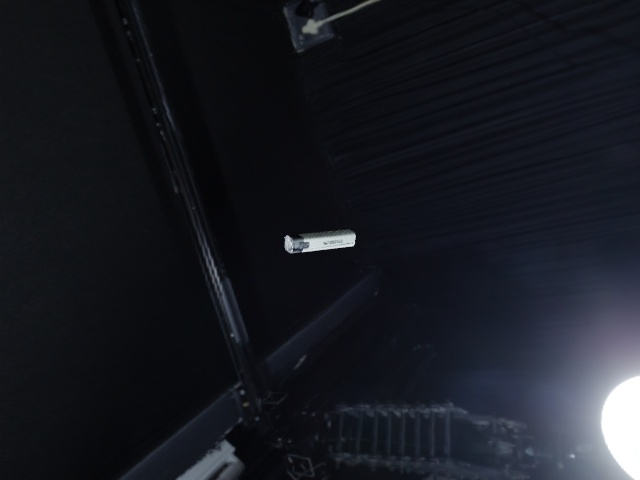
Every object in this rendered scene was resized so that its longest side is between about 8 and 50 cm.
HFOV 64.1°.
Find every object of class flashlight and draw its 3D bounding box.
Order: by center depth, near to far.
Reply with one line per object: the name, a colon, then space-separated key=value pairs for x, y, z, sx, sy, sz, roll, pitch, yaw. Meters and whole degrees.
flashlight: x=0.000 y=0.000 z=0.567 sx=0.083 sy=0.018 sz=0.019 roll=-6 pitch=-69 yaw=-32
